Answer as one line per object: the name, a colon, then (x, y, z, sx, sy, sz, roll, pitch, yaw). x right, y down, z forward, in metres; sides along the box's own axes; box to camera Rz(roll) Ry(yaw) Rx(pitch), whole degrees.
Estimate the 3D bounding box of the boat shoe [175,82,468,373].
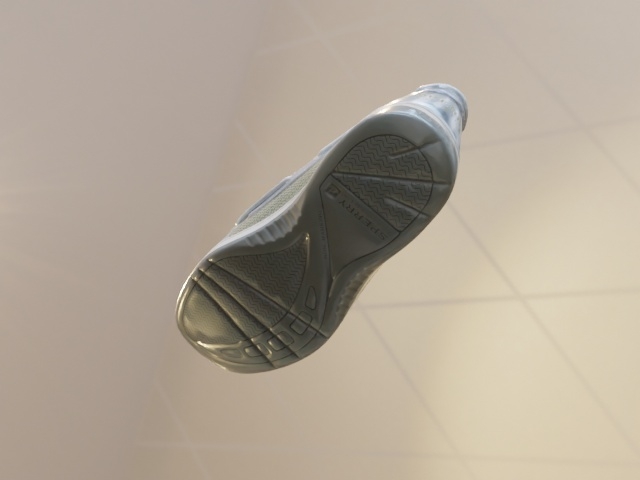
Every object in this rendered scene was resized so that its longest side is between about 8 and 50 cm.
boat shoe: (-0.001, -0.002, 0.854, 0.320, 0.118, 0.103, -47, 3, 35)
